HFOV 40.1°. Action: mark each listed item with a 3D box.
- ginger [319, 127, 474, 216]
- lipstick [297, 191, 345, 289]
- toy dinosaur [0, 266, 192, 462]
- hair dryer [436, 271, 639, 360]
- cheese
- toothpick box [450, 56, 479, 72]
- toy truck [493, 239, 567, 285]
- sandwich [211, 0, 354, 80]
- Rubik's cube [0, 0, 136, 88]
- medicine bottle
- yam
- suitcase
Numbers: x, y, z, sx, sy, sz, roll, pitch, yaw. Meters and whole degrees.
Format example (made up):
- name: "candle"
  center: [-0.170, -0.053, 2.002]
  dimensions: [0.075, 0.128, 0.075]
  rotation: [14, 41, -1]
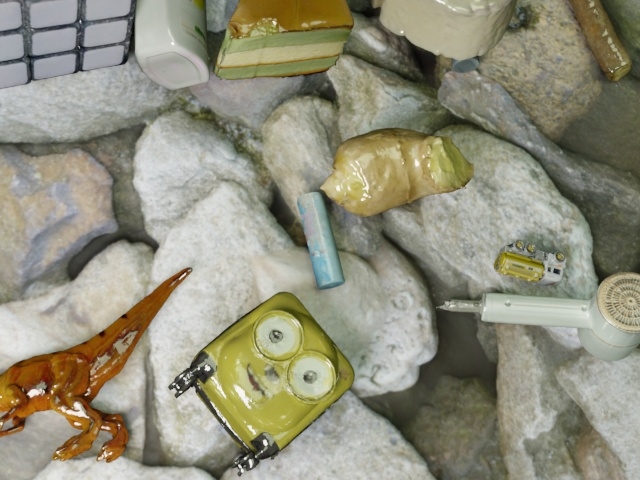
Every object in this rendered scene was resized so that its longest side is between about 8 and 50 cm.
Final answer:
- name: "ginger"
  center: [0.126, -0.123, 1.487]
  dimensions: [0.267, 0.152, 0.138]
  rotation: [-12, 101, -2]
- name: "lipstick"
  center: [0.000, 0.000, 1.454]
  dimensions: [0.048, 0.048, 0.158]
  rotation: [-9, 74, -19]
- name: "toy dinosaur"
  center: [-0.337, 0.211, 1.257]
  dimensions: [0.432, 0.097, 0.208]
  rotation: [-22, 69, -26]
- name: "hair dryer"
  center: [0.375, 0.122, 1.489]
  dimensions: [0.357, 0.173, 0.107]
  rotation: [5, 64, 6]
- name: "cheese"
  center: [0.231, -0.498, 1.612]
  dimensions: [0.292, 0.153, 0.332]
  rotation: [13, 57, 2]
- name: "toothpick box"
  center: [0.269, -0.366, 1.662]
  dimensions: [0.052, 0.052, 0.083]
  rotation: [0, 70, -17]
- name: "toy truck"
  center: [0.368, 0.043, 1.546]
  dimensions: [0.123, 0.052, 0.063]
  rotation: [16, 72, -9]
- name: "sandwich"
  center: [-0.088, -0.401, 1.515]
  dimensions: [0.227, 0.155, 0.198]
  rotation: [-10, 72, -20]
- name: "Rubik's cube"
  center: [-0.481, -0.453, 1.313]
  dimensions: [0.337, 0.344, 0.344]
  rotation: [-14, 77, -21]
- name: "medicine bottle"
  center: [-0.249, -0.413, 1.466]
  dimensions: [0.111, 0.161, 0.296]
  rotation: [-11, 70, 13]
- name: "yam"
  center: [0.541, -0.462, 1.773]
  dimensions: [0.066, 0.066, 0.299]
  rotation: [-18, 76, -21]
- name: "suitcase"
  center: [-0.077, 0.204, 1.305]
  dimensions: [0.235, 0.143, 0.194]
  rotation: [-38, 85, -25]
